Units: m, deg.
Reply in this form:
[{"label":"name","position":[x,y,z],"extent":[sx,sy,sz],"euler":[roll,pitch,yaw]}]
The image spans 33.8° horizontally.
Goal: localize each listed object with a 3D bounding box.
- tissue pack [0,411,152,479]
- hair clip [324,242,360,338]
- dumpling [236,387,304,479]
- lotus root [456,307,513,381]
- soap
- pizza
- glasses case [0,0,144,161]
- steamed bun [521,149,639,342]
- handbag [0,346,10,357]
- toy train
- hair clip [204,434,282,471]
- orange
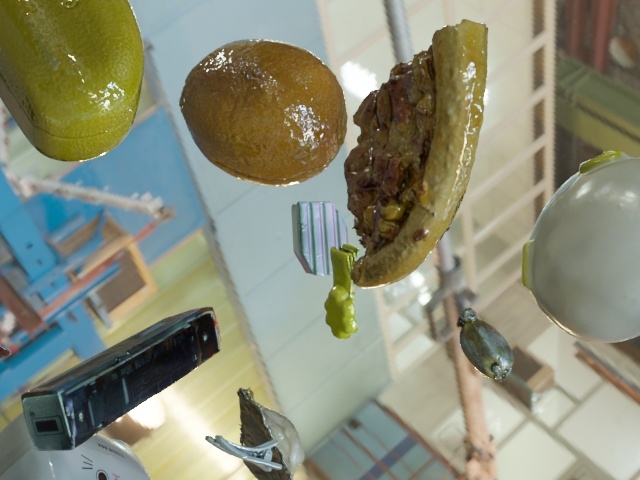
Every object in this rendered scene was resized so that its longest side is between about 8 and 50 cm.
[{"label":"tissue pack","position":[-0.485,0.497,2.054],"extent":[0.333,0.229,0.236],"euler":[40,11,-44]},{"label":"hair clip","position":[0.041,0.096,1.861],"extent":[0.072,0.046,0.173],"euler":[22,-65,41]},{"label":"dumpling","position":[-0.077,0.375,1.907],"extent":[0.166,0.086,0.332],"euler":[41,-23,22]},{"label":"lotus root","position":[0.334,0.215,2.162],"extent":[0.165,0.088,0.088],"euler":[54,-18,10]},{"label":"soap","position":[0.000,0.000,2.018],"extent":[0.056,0.100,0.149],"euler":[158,-71,-71]},{"label":"pizza","position":[0.118,-0.118,1.398],"extent":[0.277,0.114,0.408],"euler":[-107,-147,-47]},{"label":"glasses case","position":[-0.329,-0.275,1.251],"extent":[0.371,0.173,0.141],"euler":[55,-31,19]},{"label":"steamed bun","position":[0.572,0.017,2.045],"extent":[0.334,0.374,0.334],"euler":[35,3,-2]},{"label":"handbag","position":[-0.660,0.206,1.708],"extent":[0.260,0.276,0.084],"euler":[-20,-92,63]},{"label":"toy train","position":[-0.279,0.191,1.554],"extent":[0.089,0.409,0.086],"euler":[-9,-81,25]},{"label":"hair clip","position":[-0.095,0.256,1.314],"extent":[0.030,0.039,0.115],"euler":[-18,-34,36]},{"label":"orange","position":[-0.124,-0.276,2.274],"extent":[0.357,0.322,0.322],"euler":[13,-31,13]}]
